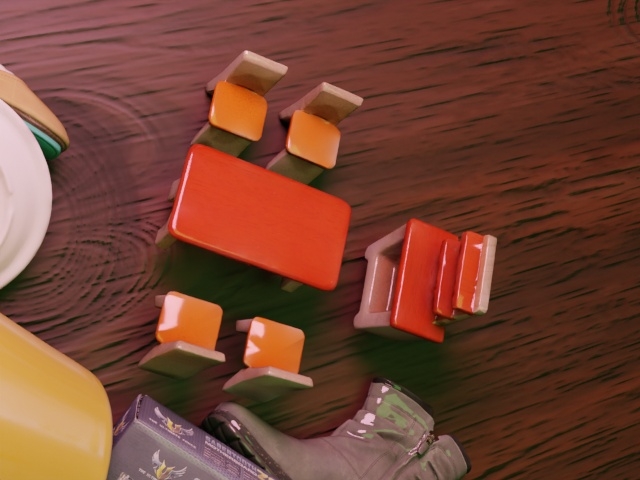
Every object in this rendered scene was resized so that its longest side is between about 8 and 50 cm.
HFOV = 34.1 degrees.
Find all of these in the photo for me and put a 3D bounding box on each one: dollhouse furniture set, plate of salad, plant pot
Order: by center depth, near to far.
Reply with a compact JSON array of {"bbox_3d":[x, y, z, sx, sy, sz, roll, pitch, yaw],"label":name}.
[{"bbox_3d":[-0.286,0.132,0.719,0.239,0.254,0.254,27,78,-36],"label":"plant pot"},{"bbox_3d":[-0.306,-0.038,0.791,0.199,0.048,0.200,-5,116,-11],"label":"plate of salad"},{"bbox_3d":[0.000,0.000,0.866,0.259,0.135,0.262,20,68,-23],"label":"dollhouse furniture set"}]

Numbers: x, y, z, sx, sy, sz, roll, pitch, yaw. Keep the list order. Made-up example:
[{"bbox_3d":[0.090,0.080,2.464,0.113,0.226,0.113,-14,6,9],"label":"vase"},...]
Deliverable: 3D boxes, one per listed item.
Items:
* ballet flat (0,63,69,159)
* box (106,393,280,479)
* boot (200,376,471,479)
[{"bbox_3d":[-0.298,-0.132,0.800,0.232,0.080,0.073,19,65,-24],"label":"ballet flat"},{"bbox_3d":[-0.103,0.261,0.839,0.232,0.059,0.183,35,99,-12],"label":"box"},{"bbox_3d":[0.018,0.185,0.946,0.246,0.083,0.161,44,61,-17],"label":"boot"}]
